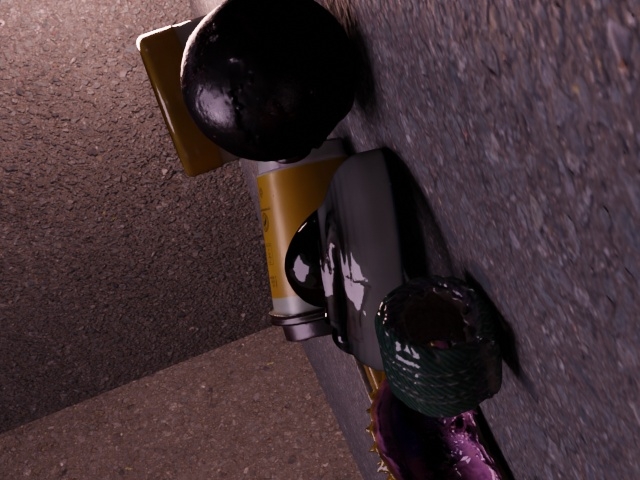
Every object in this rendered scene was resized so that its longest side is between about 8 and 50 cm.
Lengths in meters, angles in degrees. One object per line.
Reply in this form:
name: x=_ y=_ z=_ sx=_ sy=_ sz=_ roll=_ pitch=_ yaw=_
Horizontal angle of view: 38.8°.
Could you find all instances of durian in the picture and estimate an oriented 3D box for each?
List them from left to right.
durian: x=0.165 y=0.280 z=1.166 sx=0.186 sy=0.153 sz=0.261 roll=37 pitch=-150 yaw=-53

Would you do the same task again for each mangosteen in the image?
mangosteen: x=-0.046 y=-0.189 z=1.096 sx=0.250 sy=0.211 sz=0.211 roll=17 pitch=-136 yaw=-59

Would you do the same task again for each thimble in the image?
thimble: x=0.119 y=0.105 z=0.923 sx=0.135 sy=0.118 sz=0.090 roll=-117 pitch=8 yaw=-53

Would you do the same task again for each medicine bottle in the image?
medicine bottle: x=-0.149 y=-0.249 z=1.466 sx=0.238 sy=0.231 sz=0.238 roll=160 pitch=90 yaw=-83

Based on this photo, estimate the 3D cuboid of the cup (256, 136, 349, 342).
cup: x=0.000 y=0.000 z=1.321 sx=0.196 sy=0.196 sz=0.280 roll=176 pitch=82 yaw=-83

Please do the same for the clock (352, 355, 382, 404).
clock: x=0.113 y=0.209 z=1.379 sx=0.143 sy=0.096 sz=0.202 roll=-170 pitch=60 yaw=-86

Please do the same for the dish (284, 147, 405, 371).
dish: x=0.023 y=0.031 z=1.106 sx=0.273 sy=0.133 sz=0.274 roll=173 pitch=90 yaw=-88
